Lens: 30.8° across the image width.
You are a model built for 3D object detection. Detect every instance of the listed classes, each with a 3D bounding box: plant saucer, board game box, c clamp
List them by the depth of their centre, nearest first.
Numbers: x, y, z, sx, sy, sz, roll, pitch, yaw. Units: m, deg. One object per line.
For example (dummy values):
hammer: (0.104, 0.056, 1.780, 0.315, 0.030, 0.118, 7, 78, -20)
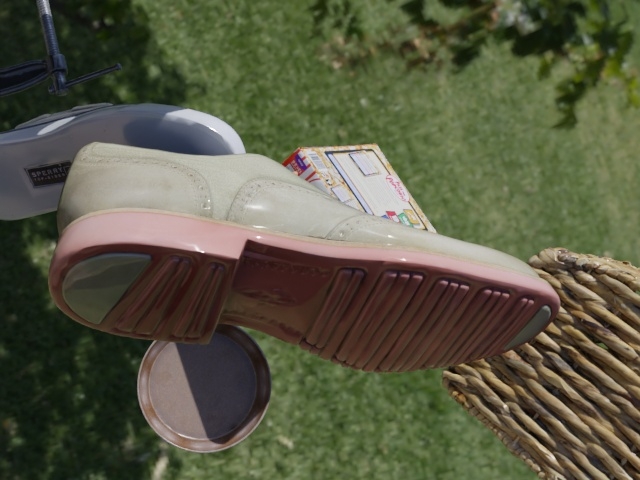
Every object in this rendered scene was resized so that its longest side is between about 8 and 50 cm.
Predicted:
c clamp: (-0.260, -0.190, 1.031, 0.022, 0.137, 0.160, 60, 8, -72)
board game box: (0.049, -0.046, 1.408, 0.146, 0.045, 0.193, 57, 28, 14)
plant saucer: (-0.147, 0.182, 1.467, 0.029, 0.169, 0.168, 143, -69, -75)

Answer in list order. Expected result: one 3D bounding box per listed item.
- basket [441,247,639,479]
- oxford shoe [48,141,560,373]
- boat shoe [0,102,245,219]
basket: (0.308, 0.150, 1.095, 0.299, 0.213, 0.223, 43, 15, 31)
oxford shoe: (0.000, 0.000, 0.878, 0.397, 0.140, 0.146, 12, 46, -23)
boat shoe: (-0.172, -0.071, 0.958, 0.088, 0.268, 0.096, -55, 130, -52)
